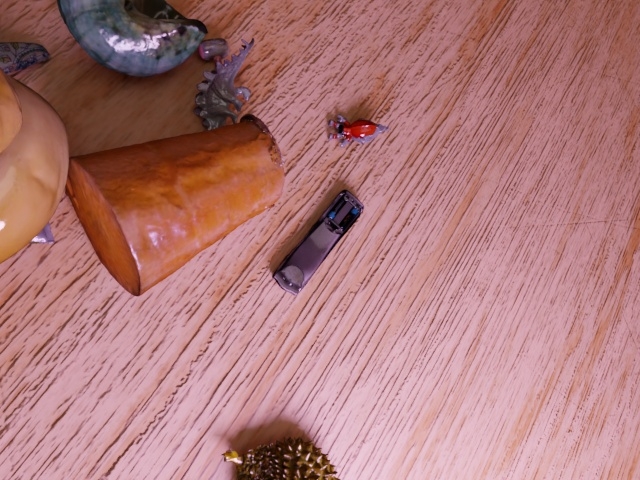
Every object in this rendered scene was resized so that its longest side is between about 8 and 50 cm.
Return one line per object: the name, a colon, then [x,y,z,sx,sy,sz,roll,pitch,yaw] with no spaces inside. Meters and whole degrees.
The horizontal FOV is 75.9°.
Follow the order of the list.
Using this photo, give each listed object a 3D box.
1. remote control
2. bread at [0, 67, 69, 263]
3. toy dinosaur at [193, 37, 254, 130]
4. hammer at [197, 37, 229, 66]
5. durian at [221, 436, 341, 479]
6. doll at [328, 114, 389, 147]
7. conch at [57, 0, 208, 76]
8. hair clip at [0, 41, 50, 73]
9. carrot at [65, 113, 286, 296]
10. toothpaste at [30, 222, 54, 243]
remote control: [0.000,0.000,0.706,0.059,0.028,0.212,42,70,-12]
bread: [-0.480,-0.117,0.372,0.424,0.245,0.328,8,56,-10]
toy dinosaur: [-0.154,-0.244,0.666,0.082,0.039,0.208,24,85,-13]
hammer: [-0.171,-0.294,0.689,0.053,0.031,0.083,-20,100,-19]
durian: [-0.053,0.360,0.597,0.208,0.102,0.146,40,76,-7]
doll: [0.071,-0.201,0.759,0.114,0.039,0.057,-2,50,-8]
conch: [-0.284,-0.324,0.600,0.188,0.122,0.175,41,49,-13]
hair clip: [-0.488,-0.227,0.550,0.229,0.036,0.066,-29,99,-22]
carrot: [-0.192,-0.064,0.585,0.254,0.196,0.195,-30,93,-33]
toothpaste: [-0.484,-0.008,0.516,0.248,0.047,0.078,-14,91,-25]
